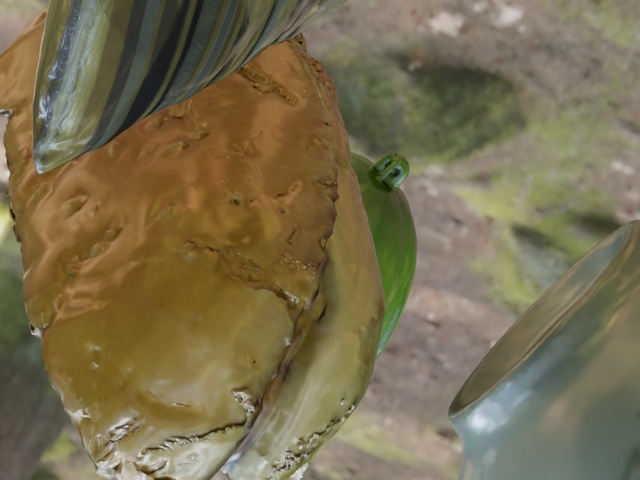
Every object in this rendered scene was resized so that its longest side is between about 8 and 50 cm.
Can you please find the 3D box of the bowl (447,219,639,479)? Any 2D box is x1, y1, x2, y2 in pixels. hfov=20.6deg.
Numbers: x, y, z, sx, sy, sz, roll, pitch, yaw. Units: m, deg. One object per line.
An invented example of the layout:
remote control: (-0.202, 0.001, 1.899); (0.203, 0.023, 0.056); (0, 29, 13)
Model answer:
bowl: (0.154, 0.084, 0.817); (0.146, 0.289, 0.289); (44, 154, -2)

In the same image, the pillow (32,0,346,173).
pillow: (-0.017, -0.094, 0.465); (0.038, 0.203, 0.113); (20, 115, 13)

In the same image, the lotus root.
lotus root: (0.000, 0.000, 1.198); (0.186, 0.186, 0.186); (22, 155, 11)

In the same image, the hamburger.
hamburger: (-0.049, -0.019, 0.683); (0.124, 0.262, 0.131); (22, 126, -35)
